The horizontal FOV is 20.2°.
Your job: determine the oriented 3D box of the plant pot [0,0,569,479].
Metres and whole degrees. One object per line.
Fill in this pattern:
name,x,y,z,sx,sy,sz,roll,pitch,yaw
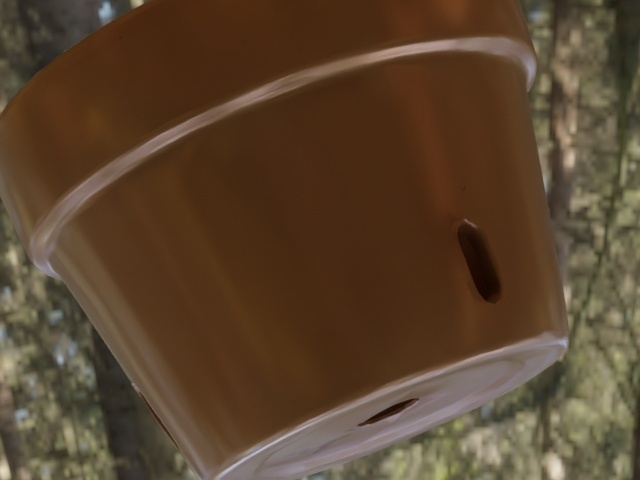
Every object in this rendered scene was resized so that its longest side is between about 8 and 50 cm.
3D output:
plant pot,0.000,0.000,0.924,0.291,0.291,0.203,-19,-104,-17
